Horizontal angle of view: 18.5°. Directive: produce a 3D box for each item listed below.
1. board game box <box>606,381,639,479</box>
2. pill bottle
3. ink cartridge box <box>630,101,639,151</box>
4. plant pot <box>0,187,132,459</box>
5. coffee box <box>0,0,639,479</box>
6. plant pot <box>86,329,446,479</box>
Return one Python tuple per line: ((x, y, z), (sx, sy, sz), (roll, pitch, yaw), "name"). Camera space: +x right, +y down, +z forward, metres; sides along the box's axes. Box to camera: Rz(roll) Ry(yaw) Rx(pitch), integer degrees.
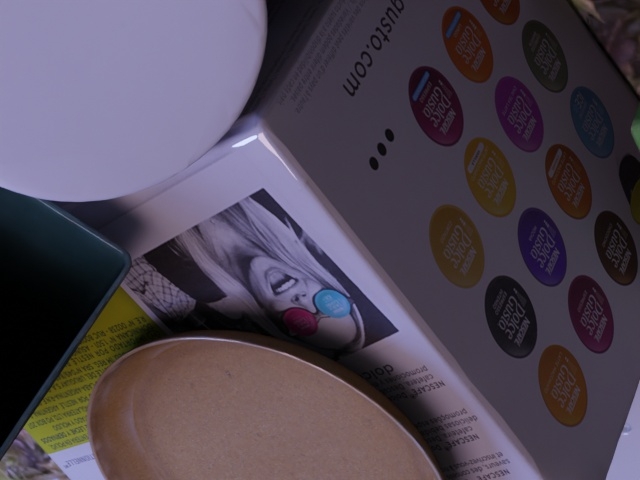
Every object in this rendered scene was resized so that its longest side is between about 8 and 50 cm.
((0.323, 0.271, 1.593), (0.390, 0.050, 0.390), (39, 136, -9), "board game box")
((-0.168, -0.194, 1.153), (0.224, 0.392, 0.224), (-8, 121, -14), "pill bottle")
((0.373, -0.049, 1.227), (0.289, 0.121, 0.211), (-10, 123, 34), "ink cartridge box")
((-0.240, 0.071, 1.143), (0.166, 0.165, 0.234), (33, 151, -1), "plant pot")
((0.000, 0.000, 1.309), (0.338, 0.337, 0.334), (-21, 117, 38), "coffee box")
((-0.027, 0.135, 1.180), (0.236, 0.032, 0.236), (15, 136, 15), "plant pot")
